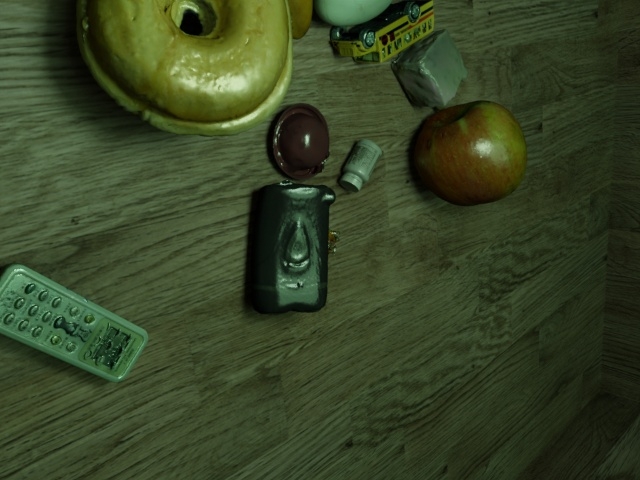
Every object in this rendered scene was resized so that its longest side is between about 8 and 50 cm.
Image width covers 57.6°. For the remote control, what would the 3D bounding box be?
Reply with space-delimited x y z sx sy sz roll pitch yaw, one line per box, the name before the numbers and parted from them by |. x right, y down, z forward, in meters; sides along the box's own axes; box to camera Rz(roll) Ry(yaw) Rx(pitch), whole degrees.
remote control | -0.504 0.170 1.159 0.335 0.066 0.127 42 68 -40

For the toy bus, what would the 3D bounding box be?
toy bus | 0.179 -0.577 1.611 0.336 0.121 0.122 -40 132 -32

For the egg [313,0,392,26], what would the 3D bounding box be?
egg | 0.090 -0.642 1.464 0.264 0.183 0.182 -43 126 -19

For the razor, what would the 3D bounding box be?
razor | -0.071 0.021 1.480 0.205 0.113 0.348 2 97 -19

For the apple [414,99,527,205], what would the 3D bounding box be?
apple | 0.468 -0.264 1.811 0.340 0.340 0.339 -11 107 -42

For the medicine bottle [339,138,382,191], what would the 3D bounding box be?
medicine bottle | 0.113 -0.211 1.654 0.079 0.079 0.140 41 71 -41

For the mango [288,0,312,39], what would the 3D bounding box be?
mango | -0.081 -0.588 1.367 0.147 0.110 0.227 -49 132 -56

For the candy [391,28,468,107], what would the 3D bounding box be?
candy | 0.334 -0.521 1.752 0.184 0.137 0.195 -53 124 -21

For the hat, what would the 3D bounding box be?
hat | -0.036 -0.252 1.496 0.206 0.089 0.205 -12 108 -42

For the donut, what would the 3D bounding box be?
donut | -0.245 -0.414 1.121 0.450 0.198 0.448 3 82 -25

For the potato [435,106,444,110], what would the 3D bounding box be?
potato | 0.372 -0.458 1.871 0.047 0.045 0.092 -29 112 -17

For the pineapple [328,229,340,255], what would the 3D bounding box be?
pineapple | 0.000 0.000 1.590 0.069 0.137 0.116 -5 61 -46
